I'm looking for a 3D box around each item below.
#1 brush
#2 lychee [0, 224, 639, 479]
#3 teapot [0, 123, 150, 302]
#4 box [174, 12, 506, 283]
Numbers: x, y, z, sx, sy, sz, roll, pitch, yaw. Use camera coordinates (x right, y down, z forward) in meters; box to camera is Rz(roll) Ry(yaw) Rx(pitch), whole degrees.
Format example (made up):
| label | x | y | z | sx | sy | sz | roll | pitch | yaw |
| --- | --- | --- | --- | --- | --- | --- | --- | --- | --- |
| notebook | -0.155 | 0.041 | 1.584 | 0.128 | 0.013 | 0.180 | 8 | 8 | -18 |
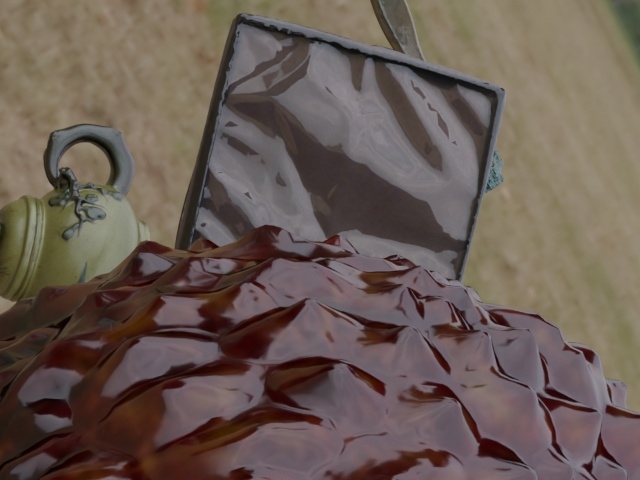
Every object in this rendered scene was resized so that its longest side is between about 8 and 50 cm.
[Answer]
| label | x | y | z | sx | sy | sz | roll | pitch | yaw |
| --- | --- | --- | --- | --- | --- | --- | --- | --- | --- |
| brush | 0.075 | -0.119 | 1.217 | 0.196 | 0.070 | 0.021 | 67 | -19 | -8 |
| lychee | -0.041 | 0.206 | 0.763 | 0.500 | 0.424 | 0.425 | -6 | 64 | -32 |
| teapot | -0.281 | 0.003 | 1.740 | 0.173 | 0.182 | 0.269 | -3 | -105 | 66 |
| box | 0.000 | 0.000 | 1.060 | 0.153 | 0.188 | 0.252 | 155 | -49 | -88 |
